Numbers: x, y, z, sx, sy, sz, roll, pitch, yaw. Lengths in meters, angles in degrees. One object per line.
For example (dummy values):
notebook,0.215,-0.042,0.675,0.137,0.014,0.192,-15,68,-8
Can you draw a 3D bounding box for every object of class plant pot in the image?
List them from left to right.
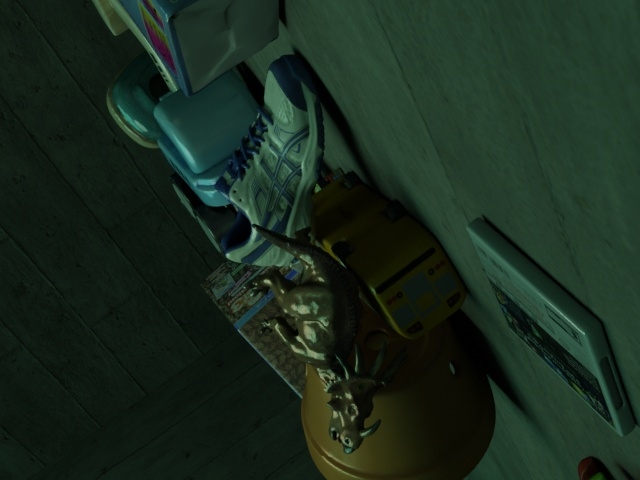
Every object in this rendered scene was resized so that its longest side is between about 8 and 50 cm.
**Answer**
plant pot,0.098,0.203,1.556,0.291,0.290,0.204,50,165,42

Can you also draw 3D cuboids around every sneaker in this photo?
sneaker,-0.072,-0.095,1.419,0.112,0.130,0.297,-127,35,-61

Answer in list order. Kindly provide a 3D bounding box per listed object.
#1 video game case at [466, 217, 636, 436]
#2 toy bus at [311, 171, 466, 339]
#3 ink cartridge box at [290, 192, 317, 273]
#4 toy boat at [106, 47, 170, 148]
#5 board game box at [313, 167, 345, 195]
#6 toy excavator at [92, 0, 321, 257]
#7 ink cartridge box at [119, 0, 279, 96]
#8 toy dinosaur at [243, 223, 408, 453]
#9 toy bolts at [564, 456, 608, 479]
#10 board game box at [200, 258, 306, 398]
video game case,0.223,0.082,1.049,0.190,0.022,0.173,48,171,48
toy bus,0.070,0.010,1.484,0.130,0.108,0.332,55,174,-23
ink cartridge box,0.000,0.000,1.801,0.232,0.066,0.189,40,-160,-52
toy boat,-0.246,-0.259,2.128,0.318,0.267,0.148,44,145,-8
board game box,0.047,-0.035,1.725,0.141,0.048,0.170,56,175,4
toy excavator,-0.229,-0.258,1.923,0.433,0.222,0.445,45,164,53
ink cartridge box,-0.215,-0.394,1.240,0.396,0.151,0.270,56,172,8
toy dinosaur,0.015,0.099,1.363,0.200,0.127,0.296,29,142,52
toy bolts,0.313,0.376,1.249,0.158,0.218,0.228,48,-168,8
board game box,-0.056,0.143,1.876,0.232,0.141,0.291,49,175,-21
